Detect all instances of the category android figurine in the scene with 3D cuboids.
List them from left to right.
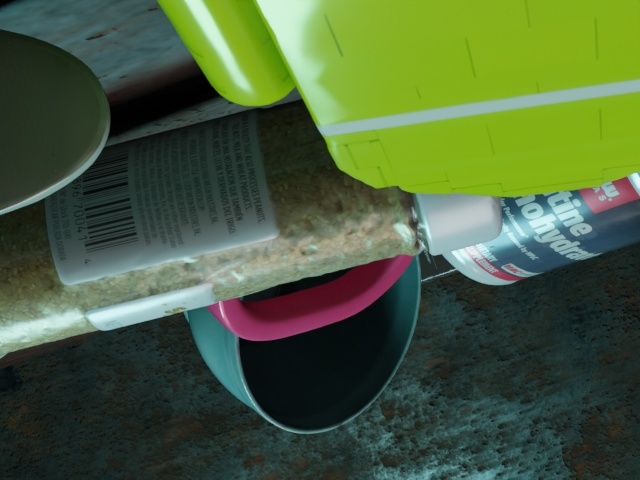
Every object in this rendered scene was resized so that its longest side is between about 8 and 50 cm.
[{"bbox_3d":[0.069,-0.087,0.367,0.248,0.056,0.273,-8,156,14],"label":"android figurine"}]

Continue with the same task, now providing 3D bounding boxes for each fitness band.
[{"bbox_3d":[0.000,0.000,1.127,0.291,0.054,0.209,-12,131,-42],"label":"fitness band"}]

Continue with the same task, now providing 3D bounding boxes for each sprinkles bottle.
[{"bbox_3d":[-0.069,-0.019,0.696,0.355,0.121,0.121,-14,177,5],"label":"sprinkles bottle"}]

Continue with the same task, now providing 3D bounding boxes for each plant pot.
[{"bbox_3d":[-0.047,0.063,1.313,0.293,0.293,0.196,-16,-159,-40],"label":"plant pot"}]

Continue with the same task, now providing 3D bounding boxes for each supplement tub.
[{"bbox_3d":[0.225,-0.084,0.919,0.272,0.191,0.191,-22,175,38],"label":"supplement tub"}]

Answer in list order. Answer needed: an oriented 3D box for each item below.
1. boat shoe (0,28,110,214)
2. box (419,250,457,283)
[{"bbox_3d":[-0.199,-0.035,0.457,0.227,0.079,0.081,-13,-177,-3],"label":"boat shoe"},{"bbox_3d":[0.209,-0.035,1.717,0.203,0.167,0.168,-21,175,26],"label":"box"}]
